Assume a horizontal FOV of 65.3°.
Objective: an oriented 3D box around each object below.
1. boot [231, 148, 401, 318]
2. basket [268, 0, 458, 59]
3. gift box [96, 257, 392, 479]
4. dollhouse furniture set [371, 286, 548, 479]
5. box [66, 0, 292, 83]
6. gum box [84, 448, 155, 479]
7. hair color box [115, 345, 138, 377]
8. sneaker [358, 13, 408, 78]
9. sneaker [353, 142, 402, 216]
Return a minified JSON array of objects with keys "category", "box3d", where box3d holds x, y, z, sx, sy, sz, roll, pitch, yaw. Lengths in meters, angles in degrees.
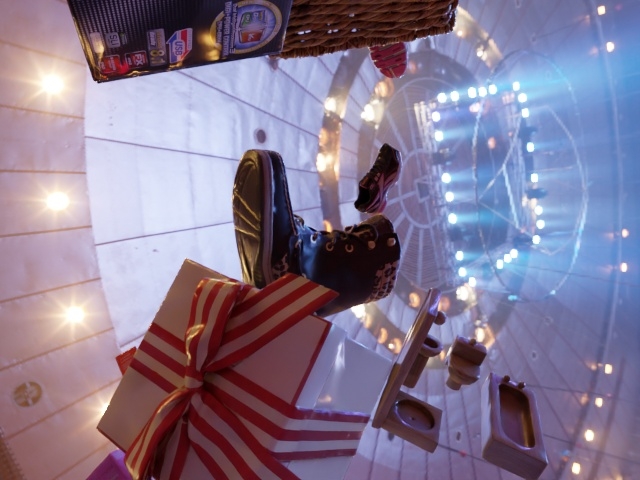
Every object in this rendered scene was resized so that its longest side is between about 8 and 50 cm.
[{"category":"boot","box3d":[0.000,0.000,0.909,0.284,0.138,0.377,-15,-63,-24]},{"category":"basket","box3d":[0.034,-0.415,0.685,0.223,0.299,0.213,63,-159,-67]},{"category":"gift box","box3d":[-0.065,0.177,0.597,0.258,0.276,0.255,40,-112,-55]},{"category":"dollhouse furniture set","box3d":[0.152,0.120,0.469,0.144,0.151,0.123,-44,-24,-66]},{"category":"box","box3d":[-0.125,-0.262,0.449,0.216,0.270,0.060,-16,-104,-18]},{"category":"gum box","box3d":[-0.302,0.390,0.730,0.107,0.188,0.062,46,-164,13]},{"category":"hair color box","box3d":[-0.322,0.269,0.913,0.043,0.141,0.072,-30,-40,-16]},{"category":"sneaker","box3d":[0.104,-0.352,0.816,0.170,0.063,0.075,58,-144,-31]},{"category":"sneaker","box3d":[0.130,-0.140,1.165,0.077,0.072,0.178,1,-70,-43]}]
